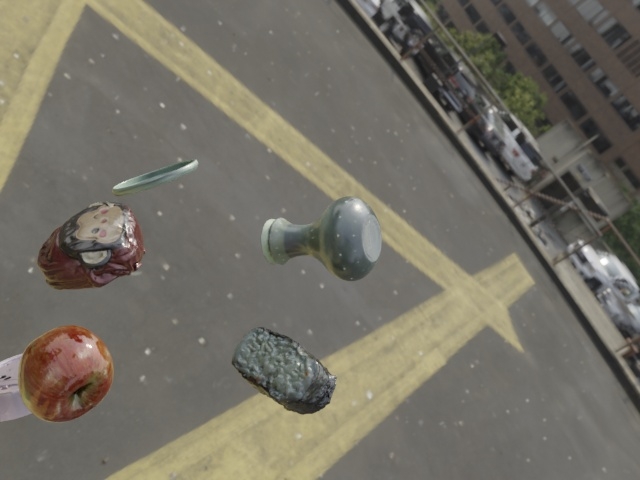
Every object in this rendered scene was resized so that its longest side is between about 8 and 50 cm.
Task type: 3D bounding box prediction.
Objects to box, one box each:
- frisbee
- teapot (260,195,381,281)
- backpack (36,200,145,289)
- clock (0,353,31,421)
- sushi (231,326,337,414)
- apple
[{"bbox_3d":[-0.202,-0.076,0.838,0.110,0.110,0.014,-53,128,-66],"label":"frisbee"},{"bbox_3d":[0.000,0.000,1.493,0.183,0.250,0.184,10,78,-62],"label":"teapot"},{"bbox_3d":[-0.481,0.024,1.425,0.229,0.229,0.139,-92,169,-53],"label":"backpack"},{"bbox_3d":[-0.698,0.335,1.579,0.197,0.196,0.068,-62,143,-64],"label":"clock"},{"bbox_3d":[-0.073,0.271,1.403,0.225,0.124,0.127,21,-19,39],"label":"sushi"},{"bbox_3d":[-0.402,0.205,1.074,0.131,0.146,0.146,43,16,32],"label":"apple"}]
